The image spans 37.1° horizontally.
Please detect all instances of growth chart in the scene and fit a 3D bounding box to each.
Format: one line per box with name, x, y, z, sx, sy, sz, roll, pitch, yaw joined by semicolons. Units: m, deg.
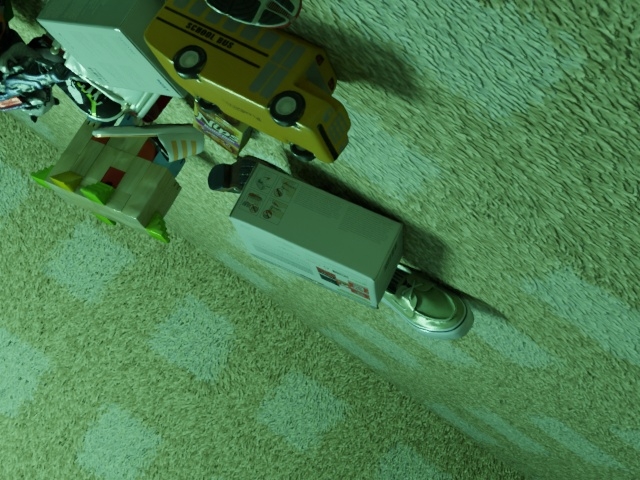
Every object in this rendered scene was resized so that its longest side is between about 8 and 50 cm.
growth chart;-0.392;-0.338;1.795;0.237;0.021;0.172;39;127;-19

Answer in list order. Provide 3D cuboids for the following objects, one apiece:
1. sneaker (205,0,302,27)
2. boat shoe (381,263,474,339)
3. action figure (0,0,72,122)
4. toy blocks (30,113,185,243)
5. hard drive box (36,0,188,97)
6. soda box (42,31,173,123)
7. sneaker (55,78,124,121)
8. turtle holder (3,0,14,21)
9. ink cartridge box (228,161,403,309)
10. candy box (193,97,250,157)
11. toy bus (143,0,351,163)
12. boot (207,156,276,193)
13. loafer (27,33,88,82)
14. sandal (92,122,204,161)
sneaker;-0.123;-0.337;1.170;0.279;0.107;0.118;33;-173;23
boat shoe;0.192;0.118;2.006;0.302;0.109;0.094;26;163;48
action figure;-0.583;-0.378;1.812;0.341;0.178;0.330;5;132;30
toy blocks;-0.471;-0.183;2.309;0.382;0.260;0.190;21;161;24
hard drive box;-0.335;-0.340;1.615;0.232;0.089;0.181;16;159;38
soda box;-0.416;-0.346;1.888;0.263;0.083;0.092;38;168;-19
sneaker;-0.560;-0.361;2.214;0.235;0.084;0.097;36;167;-4
turtle holder;-0.759;-0.421;2.031;0.320;0.228;0.243;-149;47;-71
ink cartridge box;0.000;0.000;1.905;0.310;0.130;0.272;24;166;11
candy box;-0.183;-0.227;1.800;0.109;0.053;0.186;36;167;-1
toy bus;-0.096;-0.233;1.349;0.333;0.130;0.108;29;166;27
boot;-0.138;-0.133;2.063;0.106;0.082;0.219;10;176;-43
loafer;-0.542;-0.406;2.042;0.109;0.095;0.303;5;-165;-40
sandal;-0.324;-0.197;1.928;0.265;0.076;0.102;-4;-170;-15
